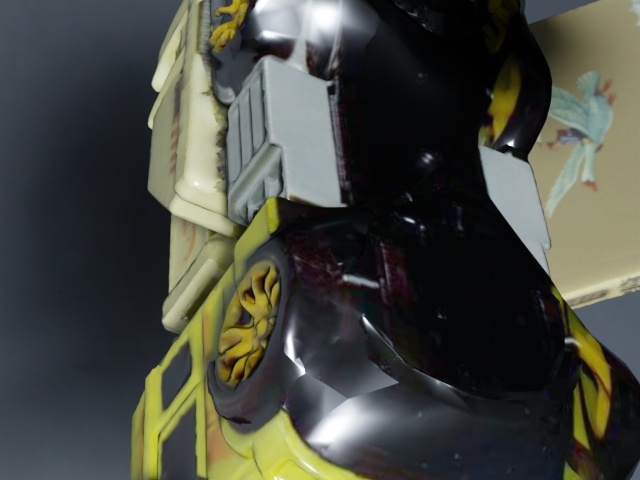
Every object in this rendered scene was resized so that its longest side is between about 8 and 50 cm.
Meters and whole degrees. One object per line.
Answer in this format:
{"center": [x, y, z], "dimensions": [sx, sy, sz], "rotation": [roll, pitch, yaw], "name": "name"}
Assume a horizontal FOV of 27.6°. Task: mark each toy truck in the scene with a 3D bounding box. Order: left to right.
{"center": [0.000, 0.000, 0.649], "dimensions": [0.180, 0.254, 0.405], "rotation": [17, 42, -23], "name": "toy truck"}

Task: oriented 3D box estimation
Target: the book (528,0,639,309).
{"center": [0.212, -0.075, 0.773], "dimensions": [0.021, 0.310, 0.217], "rotation": [60, 16, -50], "name": "book"}
